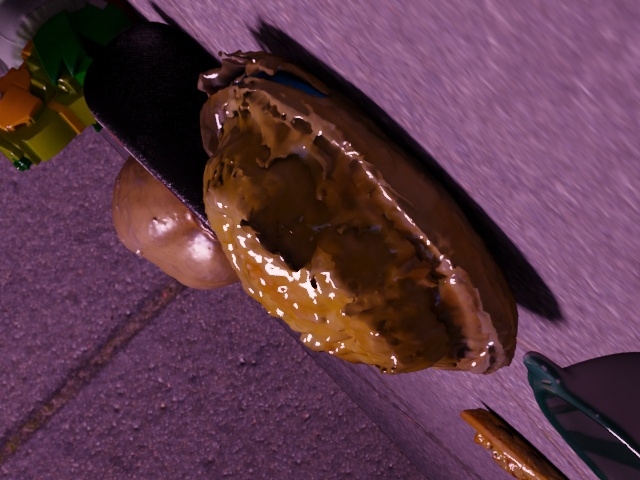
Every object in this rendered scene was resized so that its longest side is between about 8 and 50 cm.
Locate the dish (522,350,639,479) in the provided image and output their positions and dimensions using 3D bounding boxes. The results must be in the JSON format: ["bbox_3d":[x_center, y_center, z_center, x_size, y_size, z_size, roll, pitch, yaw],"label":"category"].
[{"bbox_3d":[0.201,0.119,0.921,0.224,0.078,0.246,44,174,9],"label":"dish"}]

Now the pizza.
[{"bbox_3d":[0.211,0.235,1.936,0.160,0.036,0.099,42,174,29],"label":"pizza"}]

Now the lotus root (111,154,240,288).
[{"bbox_3d":[-0.112,-0.035,1.766,0.169,0.151,0.343,31,172,-9],"label":"lotus root"}]

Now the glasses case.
[{"bbox_3d":[-0.084,-0.072,1.498,0.267,0.103,0.067,45,176,16],"label":"glasses case"}]

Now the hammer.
[{"bbox_3d":[-0.328,-0.287,1.754,0.206,0.119,0.335,37,164,54],"label":"hammer"}]

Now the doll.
[{"bbox_3d":[-0.225,-0.140,1.671,0.134,0.186,0.106,62,-175,32],"label":"doll"}]

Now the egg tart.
[{"bbox_3d":[0.000,0.000,1.207,0.291,0.107,0.291,40,160,17],"label":"egg tart"}]
